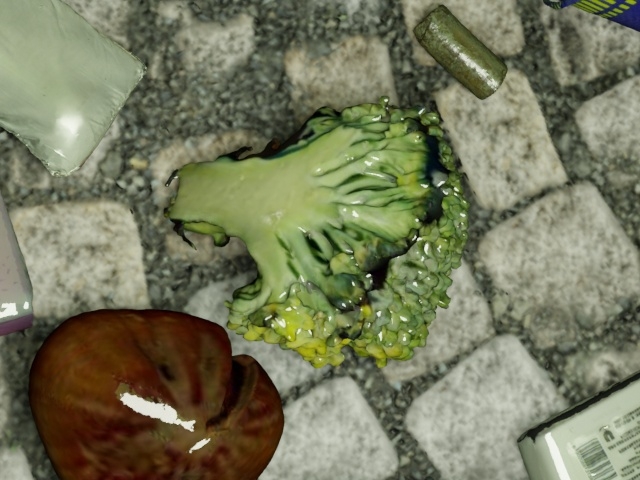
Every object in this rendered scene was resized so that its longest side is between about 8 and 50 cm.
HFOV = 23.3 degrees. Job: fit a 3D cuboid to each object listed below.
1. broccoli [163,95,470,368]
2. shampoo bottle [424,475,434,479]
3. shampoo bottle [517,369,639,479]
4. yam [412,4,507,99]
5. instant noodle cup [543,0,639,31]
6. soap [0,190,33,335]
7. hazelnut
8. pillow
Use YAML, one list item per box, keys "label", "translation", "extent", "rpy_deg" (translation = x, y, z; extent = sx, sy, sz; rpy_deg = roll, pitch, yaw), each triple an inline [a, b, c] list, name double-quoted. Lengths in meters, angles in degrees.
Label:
- label: "broccoli"
  translation: [0.016, 0.007, 1.317]
  extent: [0.180, 0.273, 0.242]
  rpy_deg: [46, 54, -44]
- label: "shampoo bottle"
  translation: [-0.027, 0.257, 1.249]
  extent: [0.283, 0.101, 0.101]
  rpy_deg: [-19, 80, -14]
- label: "shampoo bottle"
  translation: [0.288, 0.261, 1.322]
  extent: [0.153, 0.071, 0.284]
  rpy_deg: [-23, 84, -17]
- label: "yam"
  translation: [0.128, -0.171, 1.412]
  extent: [0.094, 0.043, 0.043]
  rpy_deg: [43, 73, 0]
- label: "instant noodle cup"
  translation: [0.400, -0.262, 1.386]
  extent: [0.312, 0.284, 0.284]
  rpy_deg: [27, 73, -10]
- label: "soap"
  translation: [-0.376, 0.016, 1.257]
  extent: [0.259, 0.081, 0.181]
  rpy_deg: [-17, 81, -15]
- label: "hazelnut"
  translation: [-0.133, 0.138, 1.220]
  extent: [0.204, 0.178, 0.178]
  rpy_deg: [43, 72, -20]
- label: "pillow"
  translation: [-0.270, -0.166, 1.336]
  extent: [0.229, 0.051, 0.128]
  rpy_deg: [38, 76, -1]
